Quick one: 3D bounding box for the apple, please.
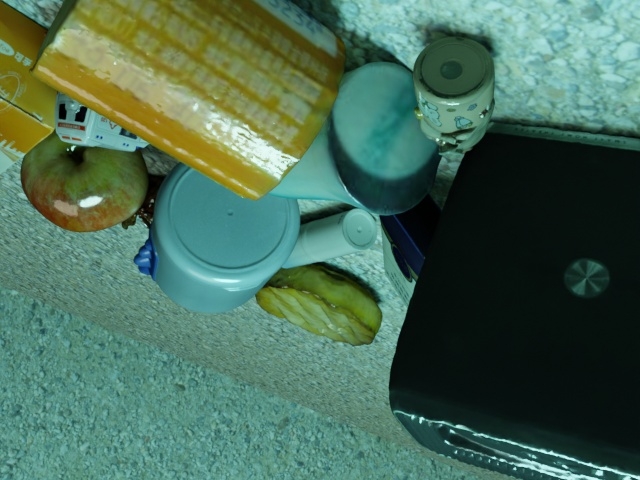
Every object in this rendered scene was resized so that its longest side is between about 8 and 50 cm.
[{"bbox_3d":[-0.400,-0.112,1.453,0.210,0.209,0.164,18,155,7],"label":"apple"}]

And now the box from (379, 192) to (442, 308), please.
[{"bbox_3d":[0.157,0.030,1.324,0.168,0.071,0.259,59,171,33],"label":"box"}]

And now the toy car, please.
[{"bbox_3d":[-0.295,-0.182,1.255,0.090,0.108,0.210,8,-179,26],"label":"toy car"}]

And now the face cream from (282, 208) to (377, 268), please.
[{"bbox_3d":[0.000,0.000,1.542,0.077,0.077,0.250,31,157,-26],"label":"face cream"}]

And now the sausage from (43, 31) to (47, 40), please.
[{"bbox_3d":[-0.281,-0.267,1.148,0.264,0.083,0.083,11,157,28],"label":"sausage"}]

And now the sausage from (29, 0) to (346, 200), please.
[{"bbox_3d":[-0.145,-0.211,0.950,0.287,0.233,0.233,29,157,-27],"label":"sausage"}]

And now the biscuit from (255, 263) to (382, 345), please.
[{"bbox_3d":[-0.005,0.129,1.837,0.297,0.102,0.296,21,159,8],"label":"biscuit"}]

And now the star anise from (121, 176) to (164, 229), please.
[{"bbox_3d":[-0.376,-0.083,1.673,0.288,0.088,0.288,20,161,7],"label":"star anise"}]

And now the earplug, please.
[{"bbox_3d":[-0.014,-0.124,1.140,0.185,0.185,0.324,34,160,-33],"label":"earplug"}]

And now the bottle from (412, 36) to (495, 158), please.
[{"bbox_3d":[0.158,-0.157,0.989,0.099,0.098,0.152,14,159,15],"label":"bottle"}]

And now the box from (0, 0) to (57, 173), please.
[{"bbox_3d":[-0.535,-0.246,1.339,0.225,0.143,0.341,31,156,-27],"label":"box"}]

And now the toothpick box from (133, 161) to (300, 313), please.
[{"bbox_3d":[-0.197,0.004,1.498,0.263,0.263,0.354,23,160,-7],"label":"toothpick box"}]

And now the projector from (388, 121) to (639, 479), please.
[{"bbox_3d":[0.327,0.098,1.025,0.395,0.405,0.242,11,157,23],"label":"projector"}]
